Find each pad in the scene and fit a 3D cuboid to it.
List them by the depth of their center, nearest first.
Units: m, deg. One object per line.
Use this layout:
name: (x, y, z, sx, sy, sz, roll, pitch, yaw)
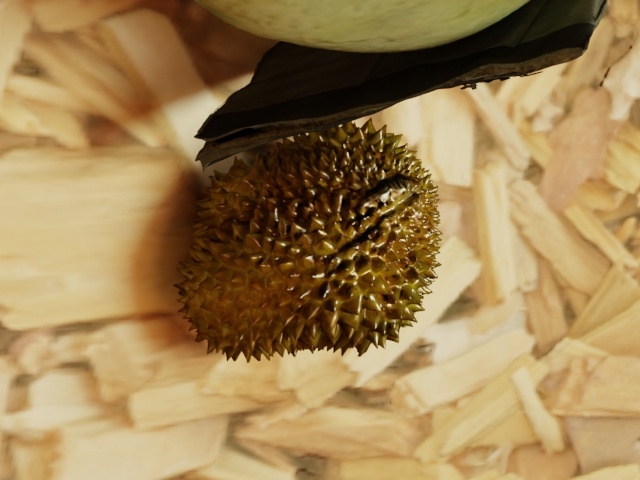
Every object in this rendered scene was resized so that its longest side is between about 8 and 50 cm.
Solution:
pad: (0.052, -0.105, 1.033, 0.022, 0.233, 0.174, 66, 27, -19)

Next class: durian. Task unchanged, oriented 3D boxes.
durian: (0.000, 0.000, 1.105, 0.137, 0.168, 0.158, 43, 51, -29)

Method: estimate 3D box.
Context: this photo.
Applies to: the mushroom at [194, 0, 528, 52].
mushroom: (0.017, -0.261, 0.949, 0.352, 0.260, 0.352, -6, 99, -41)
